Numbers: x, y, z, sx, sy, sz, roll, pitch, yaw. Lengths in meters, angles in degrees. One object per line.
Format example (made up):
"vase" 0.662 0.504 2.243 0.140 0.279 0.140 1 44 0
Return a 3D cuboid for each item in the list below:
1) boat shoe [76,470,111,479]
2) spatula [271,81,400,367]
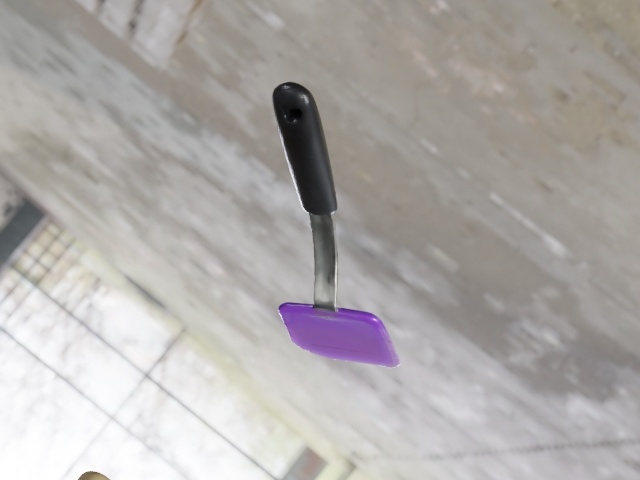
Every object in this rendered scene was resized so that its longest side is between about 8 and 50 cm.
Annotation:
"boat shoe" -0.085 0.169 0.801 0.068 0.072 0.190 8 154 15
"spatula" 0.000 0.000 1.104 0.084 0.030 0.296 6 137 17
